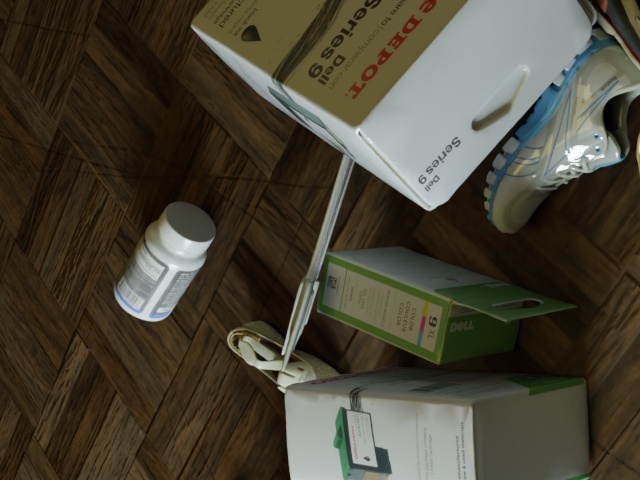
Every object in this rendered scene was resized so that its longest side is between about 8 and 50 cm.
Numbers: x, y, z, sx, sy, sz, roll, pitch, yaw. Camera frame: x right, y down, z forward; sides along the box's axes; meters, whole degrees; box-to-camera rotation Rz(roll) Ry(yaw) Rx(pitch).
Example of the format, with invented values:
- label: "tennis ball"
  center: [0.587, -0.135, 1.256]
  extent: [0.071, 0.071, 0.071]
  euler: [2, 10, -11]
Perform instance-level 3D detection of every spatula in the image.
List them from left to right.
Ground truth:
- label: "spatula"
  center: [0.000, 0.000, 1.068]
  extent: [0.019, 0.168, 0.242]
  euler: [16, 90, 4]

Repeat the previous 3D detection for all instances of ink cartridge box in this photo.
- label: "ink cartridge box"
  center: [0.052, -0.185, 0.943]
  extent: [0.211, 0.121, 0.289]
  euler: [-50, 41, -1]
- label: "ink cartridge box"
  center: [0.098, 0.166, 0.974]
  extent: [0.219, 0.160, 0.093]
  euler: [-4, 89, 47]
- label: "ink cartridge box"
  center: [0.108, 0.062, 0.994]
  extent: [0.209, 0.109, 0.062]
  euler: [19, 106, 43]

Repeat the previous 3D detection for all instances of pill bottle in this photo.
- label: "pill bottle"
  center: [-0.181, 0.024, 1.310]
  extent: [0.137, 0.078, 0.078]
  euler: [-53, 57, 33]

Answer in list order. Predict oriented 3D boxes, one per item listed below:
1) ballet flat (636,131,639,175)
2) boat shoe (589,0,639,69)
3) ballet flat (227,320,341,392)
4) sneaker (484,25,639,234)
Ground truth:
- label: "ballet flat"
  center: [0.273, 0.016, 0.849]
  extent: [0.080, 0.073, 0.232]
  euler: [-9, 86, 46]
- label: "boat shoe"
  center: [0.262, -0.159, 0.872]
  extent: [0.043, 0.049, 0.137]
  euler: [-53, 52, 31]
- label: "ballet flat"
  center: [-0.039, 0.139, 1.188]
  extent: [0.168, 0.052, 0.057]
  euler: [29, 112, 41]
- label: "sneaker"
  center: [0.205, -0.074, 0.920]
  extent: [0.083, 0.071, 0.191]
  euler: [43, 121, 29]
